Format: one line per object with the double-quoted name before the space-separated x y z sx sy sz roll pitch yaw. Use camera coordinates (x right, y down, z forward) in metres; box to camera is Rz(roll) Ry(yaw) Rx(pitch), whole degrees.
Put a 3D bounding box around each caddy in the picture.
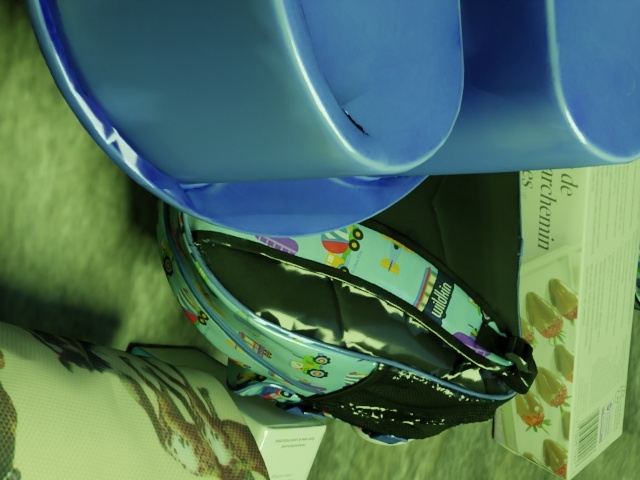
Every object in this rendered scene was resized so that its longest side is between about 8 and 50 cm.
"caddy" 0.014 -0.167 0.591 0.241 0.179 0.341 -3 98 -38

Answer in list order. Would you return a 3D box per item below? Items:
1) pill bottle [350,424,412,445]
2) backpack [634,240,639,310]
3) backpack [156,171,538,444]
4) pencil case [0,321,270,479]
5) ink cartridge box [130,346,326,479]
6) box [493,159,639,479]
"pill bottle" 0.039 0.069 0.896 0.043 0.043 0.083 -24 129 -41
"backpack" 0.227 -0.004 1.021 0.084 0.114 0.105 44 77 -33
"backpack" 0.000 0.000 0.722 0.173 0.117 0.158 18 60 -28
"pencil case" -0.181 0.102 0.546 0.410 0.160 0.184 22 80 -55
"ink cartridge box" -0.063 0.123 0.765 0.052 0.088 0.122 8 106 -56
"box" 0.149 0.000 0.971 0.067 0.063 0.324 -35 136 -35
